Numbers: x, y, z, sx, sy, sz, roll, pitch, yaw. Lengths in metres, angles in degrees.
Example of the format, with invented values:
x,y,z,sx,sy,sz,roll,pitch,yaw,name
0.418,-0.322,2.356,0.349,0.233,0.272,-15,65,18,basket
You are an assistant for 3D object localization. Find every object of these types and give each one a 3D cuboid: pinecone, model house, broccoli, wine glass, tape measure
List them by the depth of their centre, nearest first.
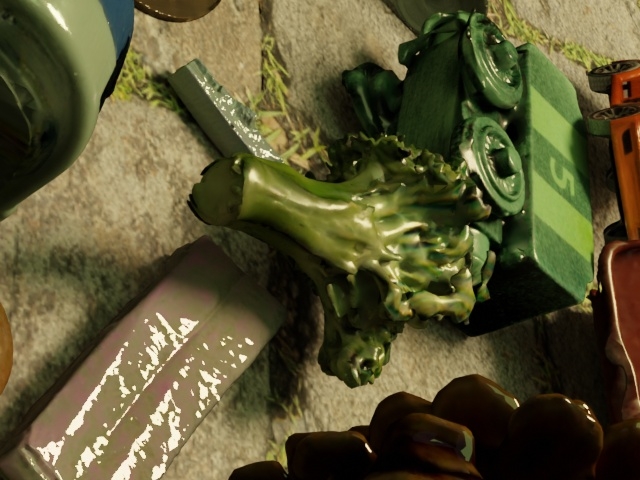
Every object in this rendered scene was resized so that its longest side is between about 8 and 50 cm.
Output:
x,y,z,sx,sy,sz,roll,pitch,yaw,name
0.104,0.303,1.089,0.398,0.398,0.397,25,51,-35,pinecone
-0.255,-0.141,1.095,0.259,0.262,0.138,37,55,-25,tape measure
0.001,0.018,1.304,0.275,0.177,0.198,-10,108,-48,broccoli
0.348,0.121,1.605,0.254,0.160,0.196,68,13,-70,model house
0.211,-0.282,1.796,0.264,0.096,0.309,49,39,-25,wine glass

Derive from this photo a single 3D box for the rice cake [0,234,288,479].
x,y,z,sx,sy,sz,roll,pitch,yaw,name
-0.130,0.106,1.223,0.106,0.050,0.298,51,41,-12,rice cake

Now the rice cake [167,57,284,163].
x,y,z,sx,sy,sz,roll,pitch,yaw,name
-0.061,-0.080,1.413,0.180,0.042,0.030,51,38,-12,rice cake

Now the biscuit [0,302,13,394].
x,y,z,sx,sy,sz,roll,pitch,yaw,name
-0.330,0.056,1.042,0.262,0.052,0.277,48,41,-14,biscuit

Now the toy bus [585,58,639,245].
x,y,z,sx,sy,sz,roll,pitch,yaw,name
0.354,-0.098,1.692,0.329,0.153,0.143,-57,137,-71,toy bus

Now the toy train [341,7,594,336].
x,y,z,sx,sy,sz,roll,pitch,yaw,name
0.141,-0.065,1.538,0.238,0.167,0.299,38,44,-39,toy train

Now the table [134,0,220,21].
x,y,z,sx,sy,sz,roll,pitch,yaw,name
-0.077,-0.310,1.391,0.167,0.227,0.167,25,51,-34,table
